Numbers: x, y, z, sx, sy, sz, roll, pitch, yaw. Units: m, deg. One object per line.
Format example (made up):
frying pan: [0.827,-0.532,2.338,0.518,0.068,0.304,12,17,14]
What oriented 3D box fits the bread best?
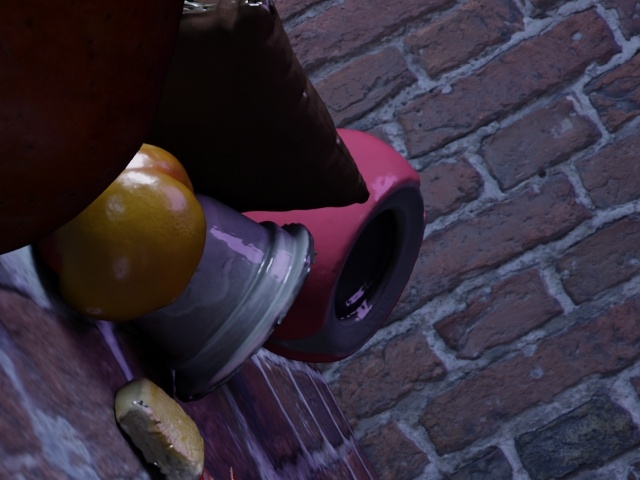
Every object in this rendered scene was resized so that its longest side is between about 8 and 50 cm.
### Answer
bread: [-0.120,0.143,0.694,0.083,0.035,0.070,54,1,-16]

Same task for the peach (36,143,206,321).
peach: [-0.152,-0.010,0.714,0.138,0.138,0.138,61,0,0]

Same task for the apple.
apple: [-0.167,-0.112,0.366,0.234,0.234,0.234,61,0,0]

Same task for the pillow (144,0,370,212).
pillow: [-0.137,-0.113,0.859,0.305,0.308,0.108,57,41,-57]

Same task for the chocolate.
chocolate: [-0.117,0.026,0.862,0.147,0.221,0.221,44,4,-14]

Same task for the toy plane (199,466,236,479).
toy plane: [-0.072,0.226,0.762,0.060,0.037,0.145,-104,172,-49]

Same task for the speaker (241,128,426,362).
speaker: [0.000,0.000,1.142,0.294,0.294,0.294,61,0,0]
